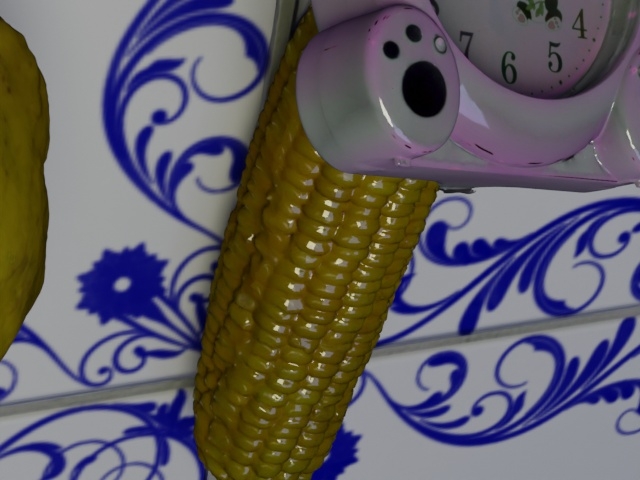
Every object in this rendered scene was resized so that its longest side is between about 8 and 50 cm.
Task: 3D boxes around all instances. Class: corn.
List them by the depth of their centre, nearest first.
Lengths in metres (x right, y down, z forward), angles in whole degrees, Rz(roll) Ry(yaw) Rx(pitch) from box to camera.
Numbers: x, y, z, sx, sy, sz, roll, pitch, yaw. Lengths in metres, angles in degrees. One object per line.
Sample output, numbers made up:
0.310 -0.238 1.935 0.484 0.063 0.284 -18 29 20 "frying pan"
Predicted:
0.000 0.000 1.112 0.120 0.120 0.363 1 122 -30 "corn"

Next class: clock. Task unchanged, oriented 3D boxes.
0.088 -0.151 0.980 0.227 0.090 0.248 3 80 -35 "clock"

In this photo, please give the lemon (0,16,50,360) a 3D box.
-0.280 0.002 0.855 0.316 0.285 0.285 -49 140 -28 "lemon"
